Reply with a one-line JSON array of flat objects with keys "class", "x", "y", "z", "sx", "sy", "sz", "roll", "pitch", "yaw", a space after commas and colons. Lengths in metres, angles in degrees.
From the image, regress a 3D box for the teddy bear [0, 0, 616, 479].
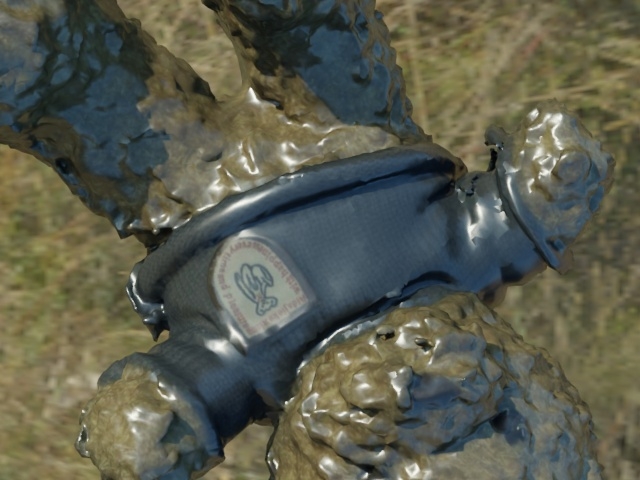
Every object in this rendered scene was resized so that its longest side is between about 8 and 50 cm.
[{"class": "teddy bear", "x": -0.001, "y": -0.004, "z": 0.598, "sx": 0.182, "sy": 0.129, "sz": 0.251, "roll": -28, "pitch": 93, "yaw": 3}]
